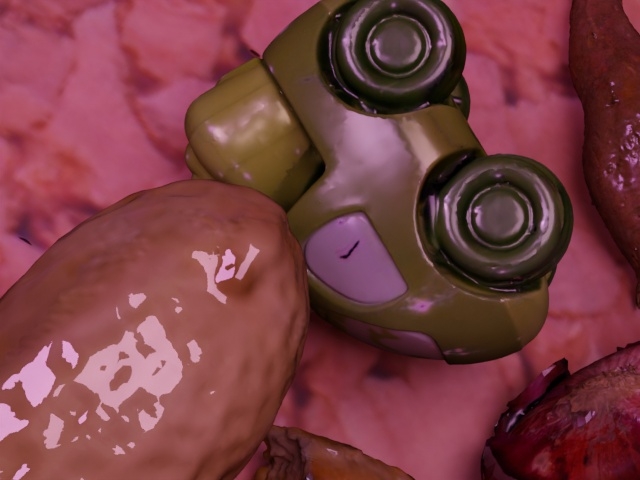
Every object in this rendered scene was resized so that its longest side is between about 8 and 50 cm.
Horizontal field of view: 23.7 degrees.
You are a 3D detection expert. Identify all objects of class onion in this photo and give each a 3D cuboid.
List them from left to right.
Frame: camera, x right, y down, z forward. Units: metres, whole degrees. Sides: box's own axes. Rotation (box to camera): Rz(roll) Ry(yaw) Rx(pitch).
[{"bbox_3d":[0.163,0.128,0.760,0.150,0.150,0.140,-34,115,-25],"label":"onion"}]

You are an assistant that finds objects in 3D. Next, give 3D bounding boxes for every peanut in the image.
[{"bbox_3d":[-0.128,0.101,0.631,0.147,0.147,0.319,41,82,-3],"label":"peanut"}]

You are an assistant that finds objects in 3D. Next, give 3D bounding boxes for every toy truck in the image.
[{"bbox_3d":[0.007,-0.020,0.739,0.210,0.148,0.187,-14,81,4],"label":"toy truck"}]

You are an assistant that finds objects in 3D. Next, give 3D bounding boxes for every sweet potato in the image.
[{"bbox_3d":[0.173,-0.078,0.847,0.068,0.068,0.226,-2,74,-20],"label":"sweet potato"}]

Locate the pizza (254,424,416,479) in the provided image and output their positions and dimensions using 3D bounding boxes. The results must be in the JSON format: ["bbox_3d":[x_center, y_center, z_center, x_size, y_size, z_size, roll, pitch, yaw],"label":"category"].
[{"bbox_3d":[0.076,0.244,0.709,0.365,0.074,0.182,47,63,-1],"label":"pizza"}]
